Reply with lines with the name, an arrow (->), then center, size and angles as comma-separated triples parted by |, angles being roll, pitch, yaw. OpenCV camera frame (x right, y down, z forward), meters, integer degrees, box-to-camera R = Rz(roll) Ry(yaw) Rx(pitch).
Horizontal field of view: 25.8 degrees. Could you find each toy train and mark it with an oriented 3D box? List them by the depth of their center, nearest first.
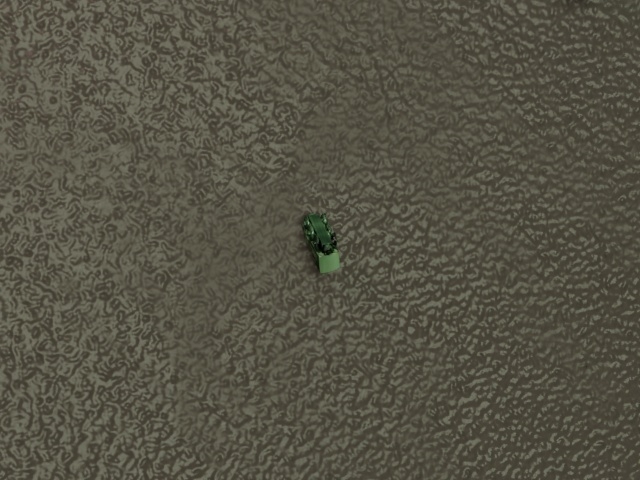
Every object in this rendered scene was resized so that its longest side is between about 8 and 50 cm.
toy train -> 0.000, 0.000, 1.851 | 0.033, 0.083, 0.053 | -13, 129, -12
